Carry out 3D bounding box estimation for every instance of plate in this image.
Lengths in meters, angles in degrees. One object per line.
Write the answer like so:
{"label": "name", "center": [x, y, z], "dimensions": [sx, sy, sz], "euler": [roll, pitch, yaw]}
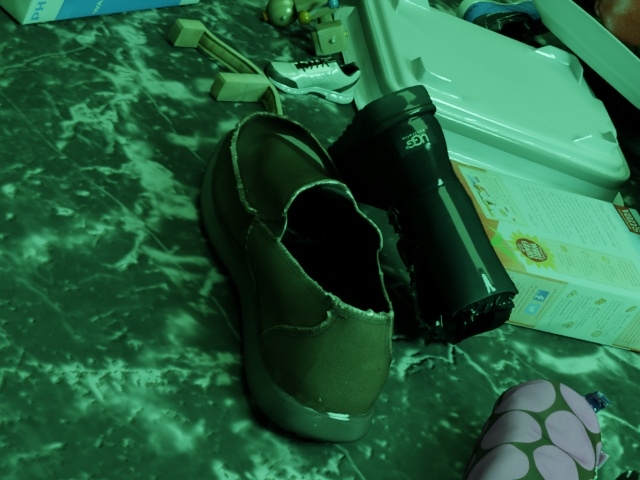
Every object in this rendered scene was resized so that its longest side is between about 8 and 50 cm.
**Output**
{"label": "plate", "center": [0.371, -0.194, 1.941], "dimensions": [0.278, 0.045, 0.277], "euler": [47, 12, 28]}

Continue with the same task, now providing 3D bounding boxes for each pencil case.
{"label": "pencil case", "center": [0.156, 0.186, 1.207], "dimensions": [0.098, 0.095, 0.209], "euler": [45, 32, -4]}

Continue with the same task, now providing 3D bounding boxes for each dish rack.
{"label": "dish rack", "center": [0.187, -0.169, 1.791], "dimensions": [0.333, 0.072, 0.285], "euler": [19, 31, -20]}

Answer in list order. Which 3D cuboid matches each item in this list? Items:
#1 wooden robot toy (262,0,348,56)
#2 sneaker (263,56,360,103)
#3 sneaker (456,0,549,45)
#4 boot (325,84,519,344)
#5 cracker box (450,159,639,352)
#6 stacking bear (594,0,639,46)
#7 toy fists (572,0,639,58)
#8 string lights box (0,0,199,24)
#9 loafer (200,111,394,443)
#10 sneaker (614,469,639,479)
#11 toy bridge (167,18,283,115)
{"label": "wooden robot toy", "center": [-0.021, -0.237, 1.742], "dimensions": [0.079, 0.076, 0.173], "euler": [-14, 40, -2]}
{"label": "sneaker", "center": [-0.008, -0.171, 1.650], "dimensions": [0.109, 0.044, 0.040], "euler": [6, 39, -33]}
{"label": "sneaker", "center": [0.247, -0.260, 1.987], "dimensions": [0.152, 0.058, 0.084], "euler": [1, 34, -33]}
{"label": "boot", "center": [0.085, -0.007, 1.420], "dimensions": [0.094, 0.246, 0.207], "euler": [-20, 83, -10]}
{"label": "cracker box", "center": [0.222, 0.018, 1.537], "dimensions": [0.232, 0.067, 0.156], "euler": [13, 35, -26]}
{"label": "stacking bear", "center": [0.477, -0.246, 1.994], "dimensions": [0.289, 0.175, 0.164], "euler": [31, 67, 5]}
{"label": "toy fists", "center": [0.430, -0.296, 2.154], "dimensions": [0.279, 0.096, 0.142], "euler": [42, 43, 7]}
{"label": "string lights box", "center": [-0.231, -0.291, 1.604], "dimensions": [0.133, 0.077, 0.259], "euler": [42, 32, 21]}
{"label": "loafer", "center": [0.000, 0.000, 1.307], "dimensions": [0.134, 0.130, 0.366], "euler": [14, 33, -26]}
{"label": "sneaker", "center": [0.293, 0.254, 1.241], "dimensions": [0.083, 0.071, 0.191], "euler": [18, 32, -30]}
{"label": "toy bridge", "center": [-0.076, -0.148, 1.573], "dimensions": [0.063, 0.026, 0.188], "euler": [-2, 42, -44]}
